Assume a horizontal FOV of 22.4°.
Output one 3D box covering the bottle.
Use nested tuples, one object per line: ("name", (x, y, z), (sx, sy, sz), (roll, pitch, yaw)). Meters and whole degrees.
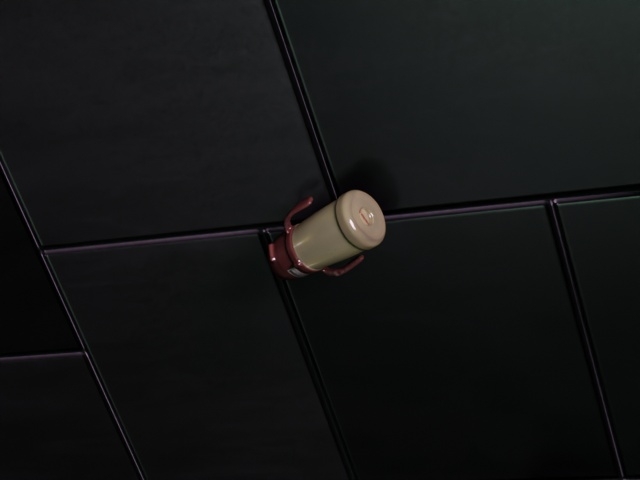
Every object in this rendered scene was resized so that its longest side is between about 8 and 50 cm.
("bottle", (-0.001, -0.002, 1.238), (0.101, 0.047, 0.063), (-28, 84, 38))
